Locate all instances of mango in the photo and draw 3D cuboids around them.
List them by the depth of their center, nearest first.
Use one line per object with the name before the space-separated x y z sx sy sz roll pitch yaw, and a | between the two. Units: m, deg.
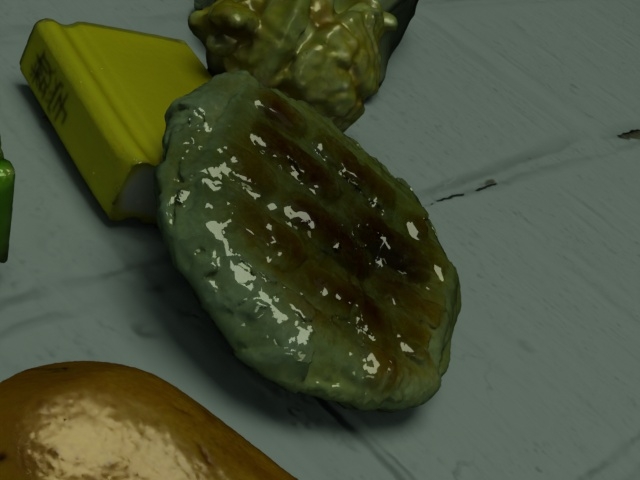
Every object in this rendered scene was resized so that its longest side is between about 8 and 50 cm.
mango | -0.092 0.141 0.669 0.227 0.109 0.147 21 26 -13

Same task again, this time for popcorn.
popcorn | -0.033 -0.178 1.142 0.187 0.167 0.185 32 22 -7

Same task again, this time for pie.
pie | 0.000 0.000 0.932 0.306 0.071 0.306 25 44 -27

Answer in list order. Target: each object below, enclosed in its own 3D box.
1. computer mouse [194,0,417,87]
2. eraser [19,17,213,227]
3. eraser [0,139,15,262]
computer mouse | 0.007 -0.304 1.407 0.228 0.145 0.429 26 29 3
eraser | -0.149 -0.101 1.040 0.158 0.069 0.226 1 38 -38
eraser | -0.355 -0.066 0.806 0.274 0.092 0.210 0 40 -36
